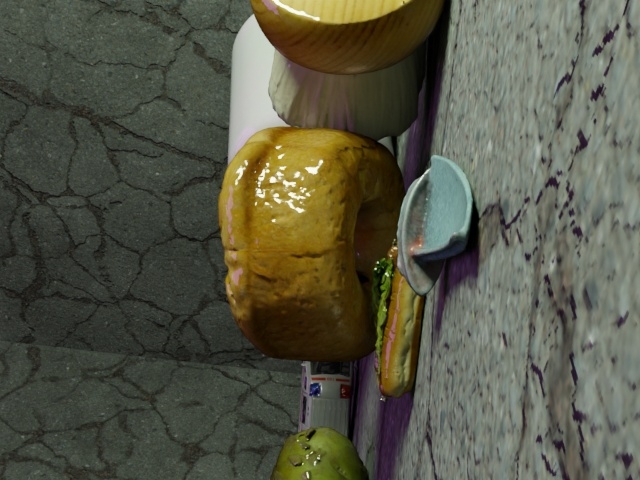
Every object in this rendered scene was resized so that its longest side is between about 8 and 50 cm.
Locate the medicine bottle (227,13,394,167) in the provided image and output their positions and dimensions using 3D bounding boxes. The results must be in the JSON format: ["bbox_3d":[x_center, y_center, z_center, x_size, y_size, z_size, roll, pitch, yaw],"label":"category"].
[{"bbox_3d":[-0.015,-0.142,1.058,0.213,0.213,0.379,97,172,-47],"label":"medicine bottle"}]

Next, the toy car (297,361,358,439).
[{"bbox_3d":[0.010,0.246,1.242,0.108,0.089,0.210,108,167,-85],"label":"toy car"}]

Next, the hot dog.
[{"bbox_3d":[0.059,0.065,0.649,0.056,0.041,0.133,-100,16,-87],"label":"hot dog"}]

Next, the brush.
[{"bbox_3d":[0.039,-0.243,0.759,0.166,0.174,0.267,76,-153,-64],"label":"brush"}]

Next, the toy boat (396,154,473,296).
[{"bbox_3d":[0.080,-0.015,0.502,0.122,0.034,0.096,145,133,-78],"label":"toy boat"}]

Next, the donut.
[{"bbox_3d":[0.001,0.002,0.716,0.226,0.114,0.226,0,-90,-66],"label":"donut"}]

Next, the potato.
[{"bbox_3d":[-0.009,0.330,0.884,0.149,0.113,0.251,106,172,-66],"label":"potato"}]
